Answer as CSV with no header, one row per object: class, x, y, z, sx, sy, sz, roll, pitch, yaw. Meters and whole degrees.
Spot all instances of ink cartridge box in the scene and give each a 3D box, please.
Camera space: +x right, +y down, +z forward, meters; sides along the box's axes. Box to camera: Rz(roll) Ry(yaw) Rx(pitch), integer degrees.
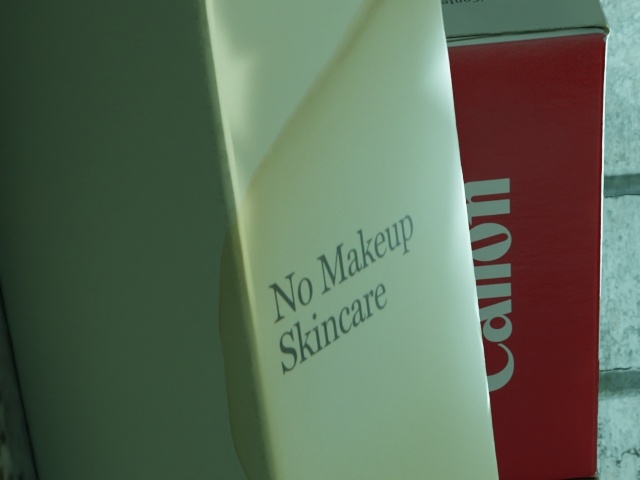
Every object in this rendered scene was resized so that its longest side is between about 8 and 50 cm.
ink cartridge box,0.083,-0.014,0.988,0.272,0.130,0.309,-96,180,-52

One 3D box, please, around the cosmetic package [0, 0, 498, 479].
cosmetic package,-0.025,0.019,0.667,0.160,0.113,0.309,-32,120,-53
